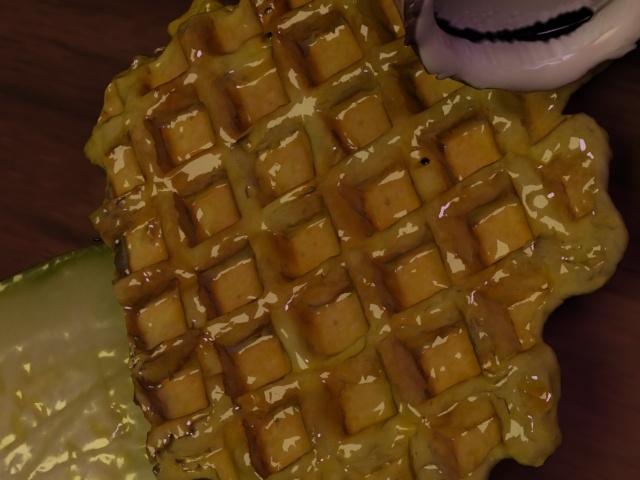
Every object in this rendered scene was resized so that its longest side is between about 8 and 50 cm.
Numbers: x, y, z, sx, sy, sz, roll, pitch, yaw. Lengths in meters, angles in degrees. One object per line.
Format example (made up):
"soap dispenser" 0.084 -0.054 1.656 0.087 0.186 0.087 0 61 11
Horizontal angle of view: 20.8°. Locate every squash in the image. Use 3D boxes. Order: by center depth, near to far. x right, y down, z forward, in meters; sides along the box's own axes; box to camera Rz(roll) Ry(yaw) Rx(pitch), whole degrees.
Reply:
"squash" -0.112 0.081 0.912 0.237 0.204 0.155 48 141 24

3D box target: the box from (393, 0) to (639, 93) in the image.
"box" 0.077 -0.146 0.734 0.151 0.151 0.135 -39 50 33

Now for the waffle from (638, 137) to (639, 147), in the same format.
"waffle" 0.249 -0.061 0.637 0.292 0.056 0.309 44 125 43

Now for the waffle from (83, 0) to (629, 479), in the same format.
"waffle" 0.002 0.001 0.838 0.307 0.060 0.312 6 77 33
